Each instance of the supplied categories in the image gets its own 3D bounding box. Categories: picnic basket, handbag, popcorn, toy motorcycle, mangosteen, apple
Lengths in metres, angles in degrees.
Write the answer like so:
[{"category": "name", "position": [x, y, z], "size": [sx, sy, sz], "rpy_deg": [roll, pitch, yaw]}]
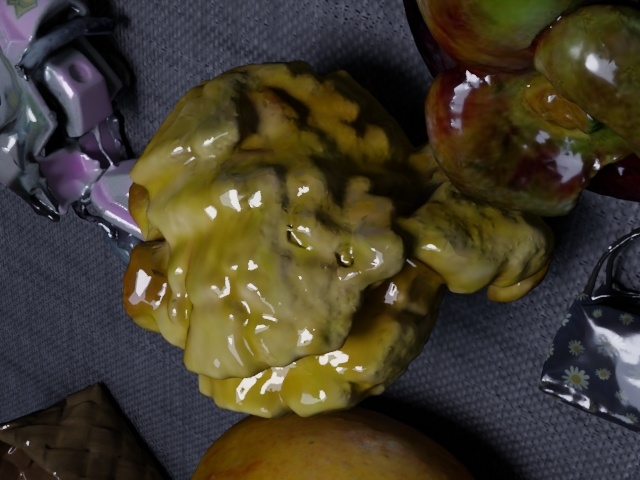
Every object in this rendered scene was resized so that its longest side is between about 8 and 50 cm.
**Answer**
[{"category": "picnic basket", "position": [-0.348, 0.389, 1.235], "size": [0.337, 0.337, 0.293], "rpy_deg": [53, 137, 5]}, {"category": "handbag", "position": [0.227, 0.056, 0.703], "size": [0.115, 0.072, 0.139], "rpy_deg": [22, 114, 35]}, {"category": "popcorn", "position": [0.000, 0.000, 0.736], "size": [0.332, 0.265, 0.225], "rpy_deg": [8, 150, 19]}, {"category": "toy motorcycle", "position": [-0.227, -0.109, 0.962], "size": [0.327, 0.143, 0.188], "rpy_deg": [48, 137, 0]}, {"category": "mangosteen", "position": [0.160, -0.136, 0.485], "size": [0.288, 0.288, 0.288], "rpy_deg": [22, 127, 32]}, {"category": "apple", "position": [0.014, 0.286, 0.875], "size": [0.275, 0.299, 0.299], "rpy_deg": [2, 118, 11]}]
